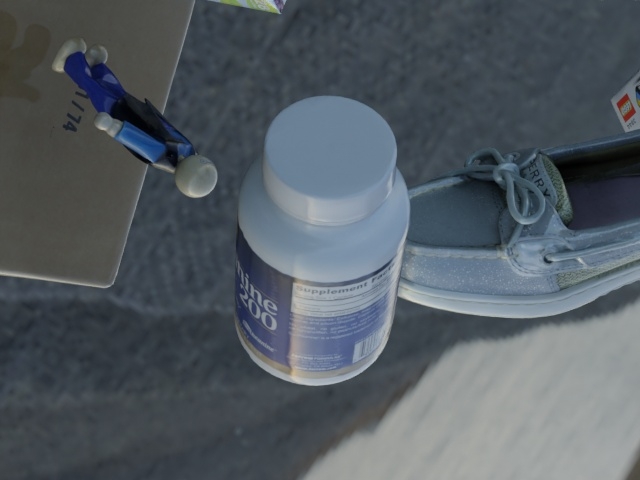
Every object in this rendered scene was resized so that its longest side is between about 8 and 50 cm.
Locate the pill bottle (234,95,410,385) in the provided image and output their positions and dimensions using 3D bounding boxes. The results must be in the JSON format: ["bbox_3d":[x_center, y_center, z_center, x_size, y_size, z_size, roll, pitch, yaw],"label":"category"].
[{"bbox_3d":[0.000,0.000,0.717,0.067,0.067,0.120,-49,161,-30],"label":"pill bottle"}]

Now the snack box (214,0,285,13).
[{"bbox_3d":[-0.126,-0.288,1.562,0.207,0.174,0.070,58,49,-61],"label":"snack box"}]

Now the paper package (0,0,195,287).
[{"bbox_3d":[-0.314,-0.141,1.758,0.309,0.168,0.325,11,98,-44],"label":"paper package"}]

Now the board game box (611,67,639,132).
[{"bbox_3d":[0.402,-0.160,1.432,0.305,0.053,0.193,-12,161,-26],"label":"board game box"}]

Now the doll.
[{"bbox_3d":[-0.161,-0.103,1.614,0.046,0.189,0.129,-50,158,13],"label":"doll"}]

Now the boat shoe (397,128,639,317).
[{"bbox_3d":[0.185,-0.029,1.181,0.118,0.320,0.103,-95,180,-51],"label":"boat shoe"}]
